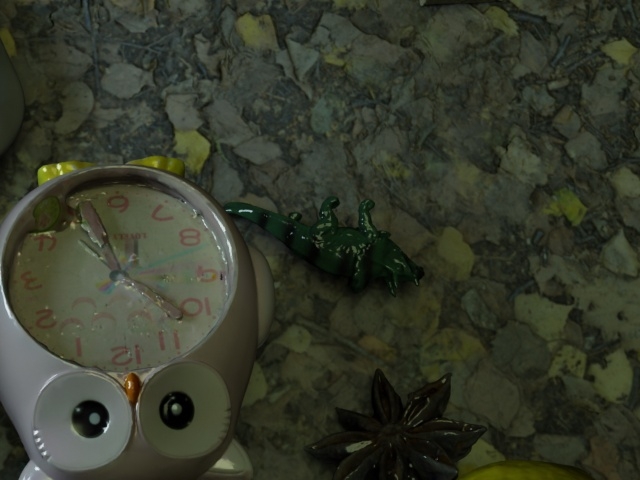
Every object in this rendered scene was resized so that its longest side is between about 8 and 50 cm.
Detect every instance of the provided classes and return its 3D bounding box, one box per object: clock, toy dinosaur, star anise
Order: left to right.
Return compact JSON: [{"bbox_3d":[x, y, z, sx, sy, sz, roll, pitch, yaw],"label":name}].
[{"bbox_3d":[-0.231,0.123,1.230,0.368,0.250,0.376,-4,62,-13],"label":"clock"},{"bbox_3d":[0.009,-0.013,1.428,0.292,0.079,0.120,31,64,6],"label":"toy dinosaur"},{"bbox_3d":[0.092,0.263,1.289,0.230,0.081,0.262,-5,34,5],"label":"star anise"}]

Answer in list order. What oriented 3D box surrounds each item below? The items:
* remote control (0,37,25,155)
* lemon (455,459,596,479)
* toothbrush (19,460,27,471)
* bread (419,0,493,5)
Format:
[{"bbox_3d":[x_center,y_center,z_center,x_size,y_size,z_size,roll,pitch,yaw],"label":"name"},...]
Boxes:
[{"bbox_3d":[-0.528,-0.229,1.393,0.221,0.103,0.332,-19,73,-24],"label":"remote control"},{"bbox_3d":[0.227,0.411,1.167,0.336,0.336,0.336,4,67,-10],"label":"lemon"},{"bbox_3d":[-0.324,0.340,1.250,0.014,0.011,0.167,-21,73,-23],"label":"toothbrush"},{"bbox_3d":[0.225,-0.420,1.620,0.152,0.105,0.077,-9,77,-14],"label":"bread"}]
